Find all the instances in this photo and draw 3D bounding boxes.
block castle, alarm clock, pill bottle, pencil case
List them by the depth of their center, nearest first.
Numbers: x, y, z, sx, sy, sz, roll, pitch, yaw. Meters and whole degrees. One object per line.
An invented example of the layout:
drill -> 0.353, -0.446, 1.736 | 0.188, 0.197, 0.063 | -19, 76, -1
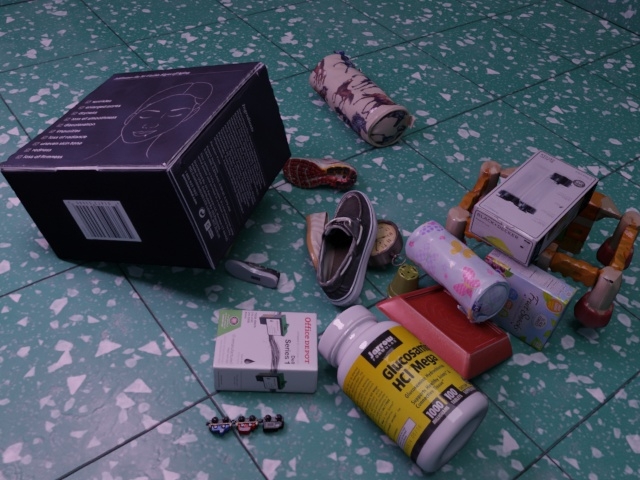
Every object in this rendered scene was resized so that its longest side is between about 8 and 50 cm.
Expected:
pill bottle -> 0.157, 0.287, 1.275 | 0.188, 0.187, 0.334 | -30, 55, -32
pencil case -> 0.316, 0.070, 1.464 | 0.114, 0.124, 0.273 | -10, 40, -30
block castle -> 0.553, 0.008, 1.602 | 0.453, 0.212, 0.303 | 24, 52, 21
alarm clock -> 0.158, 0.018, 1.612 | 0.129, 0.064, 0.192 | -38, 37, -9
pencil case -> 0.134, -0.470, 2.073 | 0.184, 0.159, 0.410 | -28, 52, -13

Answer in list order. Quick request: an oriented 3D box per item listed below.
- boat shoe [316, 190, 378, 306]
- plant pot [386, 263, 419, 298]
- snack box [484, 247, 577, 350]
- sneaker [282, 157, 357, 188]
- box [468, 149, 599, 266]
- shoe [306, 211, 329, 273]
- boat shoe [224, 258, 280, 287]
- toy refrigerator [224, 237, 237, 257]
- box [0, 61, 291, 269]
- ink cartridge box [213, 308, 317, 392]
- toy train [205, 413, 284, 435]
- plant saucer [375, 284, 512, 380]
boat shoe -> 0.065, -0.005, 1.552 | 0.121, 0.119, 0.335 | -11, 52, 25
plant pot -> 0.211, 0.103, 1.550 | 0.083, 0.079, 0.083 | 3, 44, -3
snack box -> 0.470, 0.136, 1.479 | 0.207, 0.174, 0.070 | 32, 48, 24
sneaker -> -0.002, -0.202, 1.849 | 0.225, 0.088, 0.092 | 10, 24, 3
box -> 0.505, -0.084, 1.483 | 0.169, 0.087, 0.290 | 35, 55, 27
shoe -> 0.000, 0.000, 1.626 | 0.058, 0.076, 0.219 | -16, 42, 9
boat shoe -> -0.168, 0.077, 1.557 | 0.142, 0.049, 0.040 | 21, 40, 5
toy refrigerator -> -0.251, -0.087, 1.678 | 0.102, 0.094, 0.269 | 14, 45, 7
box -> -0.398, -0.197, 1.541 | 0.480, 0.297, 0.471 | 3, 42, 24
ink cartridge box -> -0.115, 0.239, 1.360 | 0.220, 0.092, 0.160 | 2, 45, -4
toy train -> -0.152, 0.375, 1.265 | 0.158, 0.027, 0.036 | 0, 55, -8
plant saucer -> 0.294, 0.189, 1.420 | 0.259, 0.047, 0.258 | 41, 28, 29
